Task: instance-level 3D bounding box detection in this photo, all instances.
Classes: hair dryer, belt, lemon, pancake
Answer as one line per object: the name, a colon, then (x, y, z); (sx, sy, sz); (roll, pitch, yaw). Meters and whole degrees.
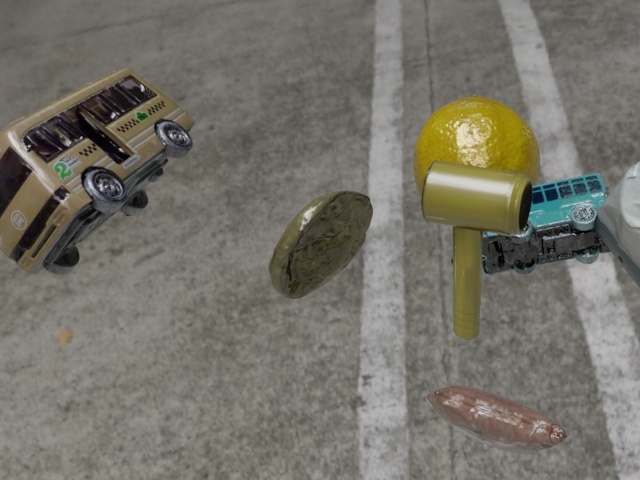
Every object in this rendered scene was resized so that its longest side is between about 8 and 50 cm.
hair dryer: (0.223, 0.024, 1.229); (0.135, 0.278, 0.090); (10, 33, 24)
belt: (0.634, -0.045, 1.442); (0.300, 0.436, 0.173); (-46, 57, 23)
lemon: (0.332, -0.166, 1.838); (0.293, 0.293, 0.293); (-10, 40, 8)
pancake: (0.000, 0.000, 1.506); (0.242, 0.242, 0.050); (-35, 62, -21)

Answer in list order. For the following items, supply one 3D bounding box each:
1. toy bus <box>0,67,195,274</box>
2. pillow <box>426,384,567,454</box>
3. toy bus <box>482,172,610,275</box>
toy bus: (-0.275, -0.091, 1.001); (0.139, 0.157, 0.289); (-46, 5, 33)
pillow: (0.288, 0.303, 1.455); (0.223, 0.236, 0.084); (22, 76, 10)
toy bus: (0.422, -0.031, 1.642); (0.256, 0.128, 0.147); (-11, 46, 11)
